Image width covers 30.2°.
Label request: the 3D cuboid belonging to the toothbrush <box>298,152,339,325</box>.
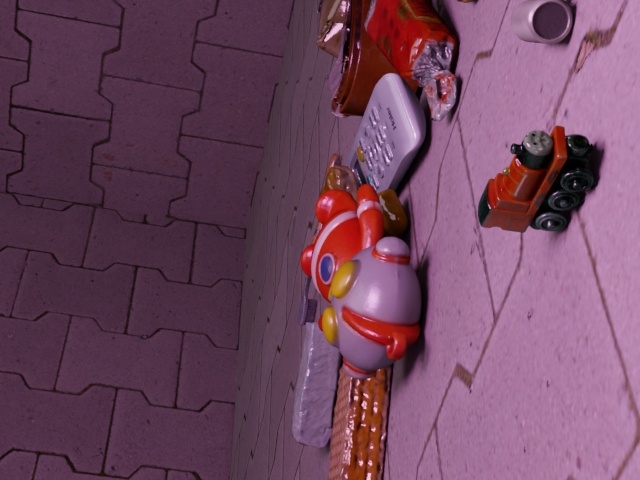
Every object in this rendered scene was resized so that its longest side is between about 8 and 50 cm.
[{"bbox_3d":[-0.002,0.000,2.156,0.023,0.031,0.321,19,102,54],"label":"toothbrush"}]

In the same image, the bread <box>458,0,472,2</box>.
[{"bbox_3d":[0.156,-0.290,1.305,0.088,0.034,0.049,-97,24,-66],"label":"bread"}]

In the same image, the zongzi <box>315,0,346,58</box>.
[{"bbox_3d":[0.074,-0.409,1.800,0.228,0.115,0.256,-83,12,-69],"label":"zongzi"}]

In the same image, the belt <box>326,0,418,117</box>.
[{"bbox_3d":[0.077,-0.272,1.602,0.184,0.105,0.261,108,167,-51],"label":"belt"}]

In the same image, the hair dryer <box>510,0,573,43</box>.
[{"bbox_3d":[0.192,-0.222,0.968,0.063,0.038,0.124,-120,45,-78],"label":"hair dryer"}]

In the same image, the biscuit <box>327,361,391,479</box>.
[{"bbox_3d":[0.038,0.305,1.409,0.094,0.054,0.378,122,156,-69],"label":"biscuit"}]

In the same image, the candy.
[{"bbox_3d":[0.106,-0.242,1.402,0.292,0.059,0.086,-114,33,-49],"label":"candy"}]

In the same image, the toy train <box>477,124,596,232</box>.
[{"bbox_3d":[0.160,-0.044,0.872,0.103,0.064,0.044,109,169,-54],"label":"toy train"}]

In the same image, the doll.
[{"bbox_3d":[0.043,0.054,1.385,0.336,0.105,0.199,-120,44,-62],"label":"doll"}]

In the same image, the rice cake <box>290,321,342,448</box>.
[{"bbox_3d":[-0.003,0.212,1.792,0.069,0.063,0.206,-160,79,-80],"label":"rice cake"}]

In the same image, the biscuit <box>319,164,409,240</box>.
[{"bbox_3d":[0.053,-0.037,1.550,0.174,0.039,0.183,104,146,-51],"label":"biscuit"}]

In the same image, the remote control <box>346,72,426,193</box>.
[{"bbox_3d":[0.085,-0.114,1.541,0.293,0.051,0.103,118,136,-69],"label":"remote control"}]
